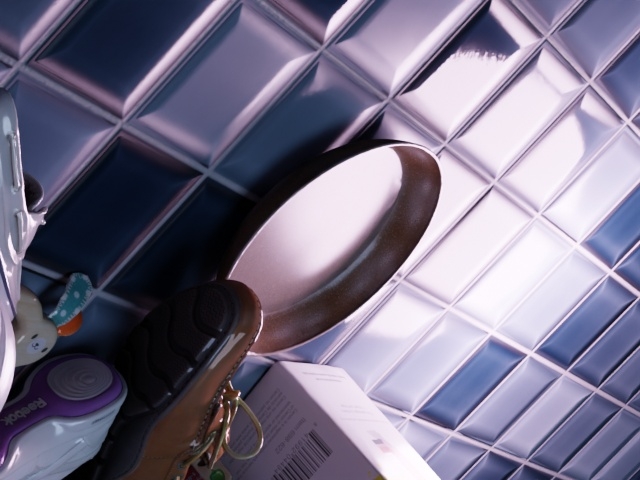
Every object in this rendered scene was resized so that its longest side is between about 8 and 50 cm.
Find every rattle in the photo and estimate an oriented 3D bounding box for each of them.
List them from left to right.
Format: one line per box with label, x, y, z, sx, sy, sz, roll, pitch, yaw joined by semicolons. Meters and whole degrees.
rattle;-0.270;0.109;1.736;0.200;0.143;0.130;1;112;-45

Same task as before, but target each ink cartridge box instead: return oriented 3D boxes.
ink cartridge box;0.021;0.376;2.214;0.279;0.384;0.160;-51;152;15

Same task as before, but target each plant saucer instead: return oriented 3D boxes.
plant saucer;0.000;0.000;2.020;0.311;0.050;0.310;-32;150;-21

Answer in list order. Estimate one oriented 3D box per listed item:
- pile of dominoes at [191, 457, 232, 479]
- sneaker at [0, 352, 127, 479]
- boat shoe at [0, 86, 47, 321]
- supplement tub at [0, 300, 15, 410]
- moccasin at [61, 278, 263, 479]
pile of dominoes;-0.148;0.372;2.132;0.196;0.251;0.040;-39;163;-6
sneaker;-0.327;0.224;1.838;0.305;0.114;0.152;-19;143;-37
boat shoe;-0.280;-0.027;1.579;0.088;0.096;0.267;-27;141;-19
supplement tub;-0.384;0.045;1.383;0.235;0.235;0.325;-40;152;-4
moccasin;-0.150;0.188;1.963;0.147;0.139;0.380;8;126;-29
